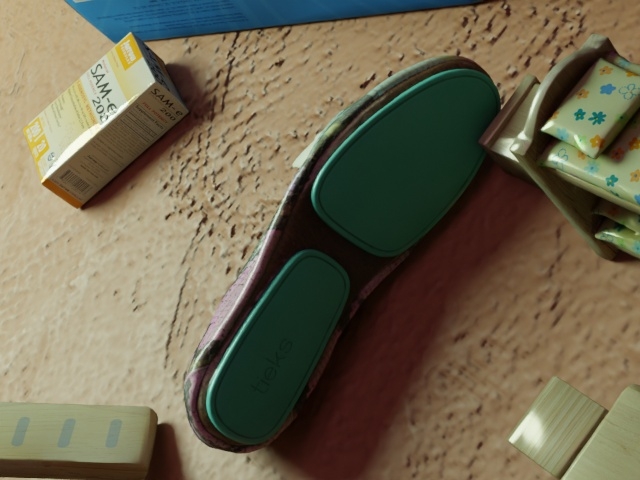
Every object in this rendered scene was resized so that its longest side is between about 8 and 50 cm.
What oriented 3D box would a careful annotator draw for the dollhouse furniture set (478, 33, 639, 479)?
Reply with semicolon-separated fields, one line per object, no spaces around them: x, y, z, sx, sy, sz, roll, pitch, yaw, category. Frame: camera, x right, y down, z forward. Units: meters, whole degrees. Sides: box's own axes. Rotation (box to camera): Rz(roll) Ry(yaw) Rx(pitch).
0.092;0.009;0.470;0.182;0.101;0.161;32;84;46;dollhouse furniture set

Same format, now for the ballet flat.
0.000;0.000;0.578;0.222;0.077;0.079;-56;25;-6;ballet flat

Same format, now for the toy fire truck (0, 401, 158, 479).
-0.211;0.170;0.589;0.246;0.158;0.217;-40;44;25;toy fire truck

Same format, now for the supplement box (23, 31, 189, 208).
-0.137;-0.076;0.754;0.098;0.036;0.062;-40;45;9;supplement box

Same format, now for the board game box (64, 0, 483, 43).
-0.003;-0.282;0.750;0.308;0.086;0.302;3;64;39;board game box
